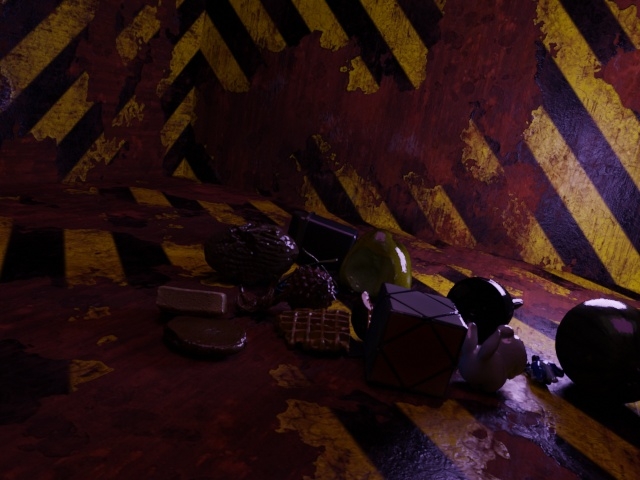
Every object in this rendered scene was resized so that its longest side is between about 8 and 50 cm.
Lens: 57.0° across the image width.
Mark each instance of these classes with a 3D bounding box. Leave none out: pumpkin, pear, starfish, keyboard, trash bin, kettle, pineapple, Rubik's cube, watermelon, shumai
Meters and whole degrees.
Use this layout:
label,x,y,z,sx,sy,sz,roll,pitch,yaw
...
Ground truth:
label,x,y,z,sx,sy,sz,roll,pitch,yaw
pumpkin,0.155,0.250,1.714,0.183,0.107,0.119,44,15,1
pear,0.215,0.088,2.198,0.292,0.292,0.159,15,4,19
starfish,-0.170,0.166,1.801,0.190,0.074,0.146,-12,13,13
keyboard,0.069,0.289,1.692,0.060,0.018,0.195,-1,16,-22
trash bin,0.000,0.000,2.496,0.290,0.209,0.182,18,12,7
kettle,0.552,0.241,2.011,0.207,0.251,0.271,52,24,24
pineapple,-0.026,0.152,1.817,0.166,0.166,0.193,3,-10,-32
Rubik's cube,0.235,0.253,1.524,0.207,0.205,0.205,12,16,-4
watermelon,0.813,0.308,1.646,0.279,0.279,0.359,11,9,2
shumai,-0.265,0.019,2.138,0.346,0.217,0.283,0,16,-22

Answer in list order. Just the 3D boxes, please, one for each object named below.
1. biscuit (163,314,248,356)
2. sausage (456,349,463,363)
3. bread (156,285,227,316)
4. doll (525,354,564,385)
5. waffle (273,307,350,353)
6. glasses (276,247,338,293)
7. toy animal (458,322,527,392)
label,x,y,z,sx,sy,sz,roll,pitch,yaw
biscuit,-0.294,0.245,1.514,0.226,0.042,0.226,10,11,-2
sausage,0.322,0.277,1.687,0.238,0.098,0.098,31,8,-14
bread,-0.354,0.171,1.633,0.188,0.068,0.125,7,-9,-4
doll,0.637,0.374,1.690,0.096,0.070,0.195,-12,6,-1
waffle,-0.027,0.251,1.658,0.219,0.057,0.229,6,16,1
glasses,-0.035,0.125,2.037,0.239,0.207,0.102,2,50,-19
toy animal,0.458,0.307,1.575,0.193,0.178,0.127,4,12,-36
